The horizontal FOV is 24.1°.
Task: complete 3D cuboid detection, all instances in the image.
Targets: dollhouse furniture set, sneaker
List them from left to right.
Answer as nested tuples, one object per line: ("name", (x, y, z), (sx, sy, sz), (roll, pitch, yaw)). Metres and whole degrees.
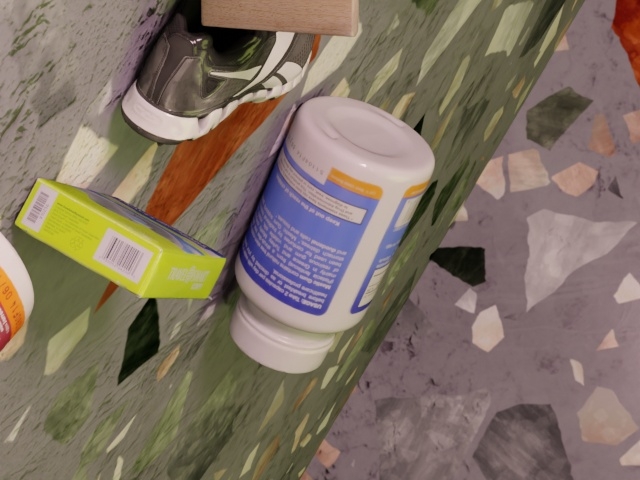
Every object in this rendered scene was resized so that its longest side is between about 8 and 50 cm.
("sneaker", (-0.058, -0.156, 1.135), (0.234, 0.078, 0.106), (-40, 160, -52))
("dollhouse furniture set", (0.012, -0.223, 1.040), (0.151, 0.123, 0.144), (-18, 113, -54))

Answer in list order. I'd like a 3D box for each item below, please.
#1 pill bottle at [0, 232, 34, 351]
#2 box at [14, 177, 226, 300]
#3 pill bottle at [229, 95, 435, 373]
("pill bottle", (-0.259, 0.074, 0.770), (0.221, 0.121, 0.121), (-53, 166, -29))
("box", (-0.140, 0.003, 1.107), (0.042, 0.109, 0.178), (-62, 168, 3))
("pill bottle", (0.000, 0.000, 1.564), (0.152, 0.152, 0.272), (-38, 156, -60))
